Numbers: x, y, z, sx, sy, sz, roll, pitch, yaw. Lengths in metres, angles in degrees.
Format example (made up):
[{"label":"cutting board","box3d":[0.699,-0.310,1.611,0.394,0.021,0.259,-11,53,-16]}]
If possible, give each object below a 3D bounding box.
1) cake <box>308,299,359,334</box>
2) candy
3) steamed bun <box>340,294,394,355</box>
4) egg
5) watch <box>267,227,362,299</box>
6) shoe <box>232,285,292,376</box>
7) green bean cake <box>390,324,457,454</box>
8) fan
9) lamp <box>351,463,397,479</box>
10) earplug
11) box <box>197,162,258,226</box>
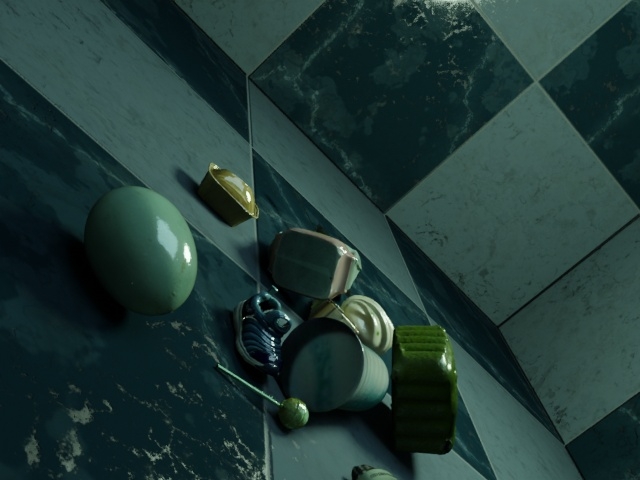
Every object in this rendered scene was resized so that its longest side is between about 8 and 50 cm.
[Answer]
[{"label":"cake","box3d":[0.018,0.210,1.957,0.109,0.090,0.225,46,-5,-7]},{"label":"candy","box3d":[-0.105,0.275,1.384,0.202,0.061,0.061,36,17,-17]},{"label":"steamed bun","box3d":[0.135,0.225,2.101,0.183,0.106,0.183,54,7,-10]},{"label":"egg","box3d":[-0.287,0.016,1.240,0.231,0.168,0.168,58,16,24]},{"label":"watch","box3d":[-0.012,0.051,1.978,0.253,0.162,0.241,19,7,20]},{"label":"shoe","box3d":[-0.108,0.176,1.507,0.091,0.106,0.207,37,23,-34]},{"label":"green bean cake","box3d":[0.240,0.345,1.807,0.247,0.156,0.250,-71,162,-75]},{"label":"fan","box3d":[-0.001,0.000,2.308,0.233,0.012,0.415,85,-20,-55]},{"label":"lamp","box3d":[0.115,0.474,1.320,0.182,0.182,0.314,38,-3,-38]},{"label":"earplug","box3d":[0.055,0.285,1.630,0.185,0.185,0.324,55,7,27]},{"label":"box","box3d":[-0.229,-0.116,1.941,0.177,0.111,0.111,44,14,-19]}]
